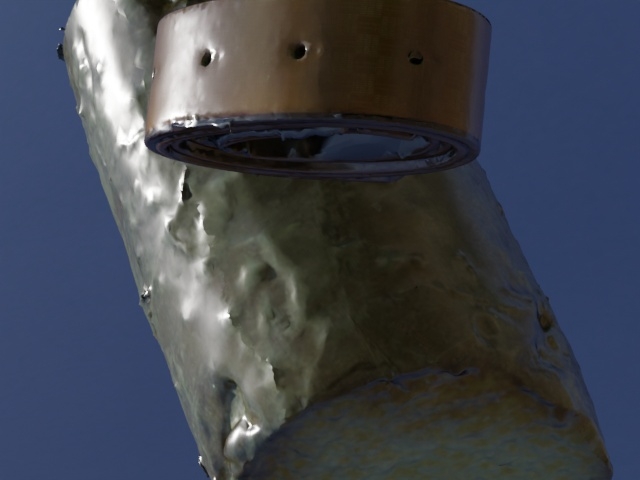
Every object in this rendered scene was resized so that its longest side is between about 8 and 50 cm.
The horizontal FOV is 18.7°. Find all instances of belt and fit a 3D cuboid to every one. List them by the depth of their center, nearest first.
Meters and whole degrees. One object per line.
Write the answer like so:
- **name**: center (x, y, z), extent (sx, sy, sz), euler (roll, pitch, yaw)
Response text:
- **belt**: center (0.000, -0.035, 0.431), extent (0.059, 0.083, 0.036), euler (16, -104, -50)

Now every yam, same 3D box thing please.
- **yam**: center (0.000, 0.000, 0.826), extent (0.168, 0.168, 0.304), euler (-9, -118, -24)
